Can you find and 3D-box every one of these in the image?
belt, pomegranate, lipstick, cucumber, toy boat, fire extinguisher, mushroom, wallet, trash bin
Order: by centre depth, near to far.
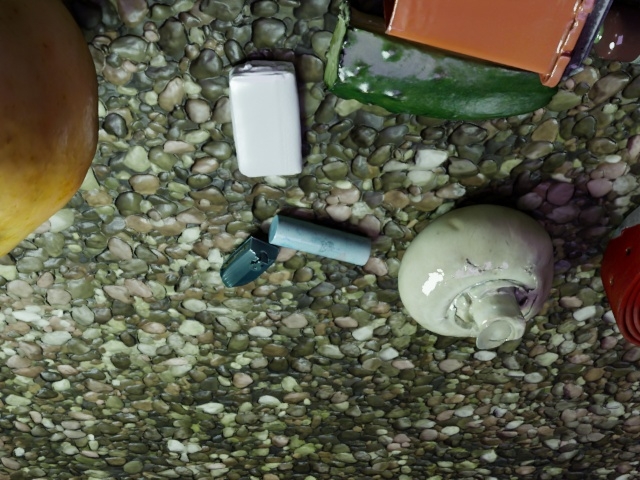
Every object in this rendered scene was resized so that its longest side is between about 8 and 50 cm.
[{"bbox_3d":[-0.456,-0.150,0.879,0.412,0.411,0.411,-2,136,-2],"label":"pomegranate"},{"bbox_3d":[0.196,-0.296,0.911,0.239,0.161,0.184,9,135,-7],"label":"trash bin"},{"bbox_3d":[0.403,-0.251,1.036,0.231,0.071,0.099,4,163,-6],"label":"fire extinguisher"},{"bbox_3d":[0.165,-0.204,1.045,0.325,0.105,0.145,7,135,-15],"label":"cucumber"},{"bbox_3d":[-0.075,-0.163,1.119,0.095,0.033,0.190,-5,137,0],"label":"wallet"},{"bbox_3d":[0.249,0.066,1.259,0.246,0.202,0.246,-10,140,-8],"label":"mushroom"},{"bbox_3d":[0.000,0.000,1.281,0.158,0.048,0.048,14,133,-18],"label":"lipstick"},{"bbox_3d":[-0.121,0.038,1.310,0.055,0.060,0.141,24,141,-23],"label":"toy boat"},{"bbox_3d":[0.582,0.038,1.312,0.227,0.115,0.323,-2,138,-5],"label":"belt"}]
